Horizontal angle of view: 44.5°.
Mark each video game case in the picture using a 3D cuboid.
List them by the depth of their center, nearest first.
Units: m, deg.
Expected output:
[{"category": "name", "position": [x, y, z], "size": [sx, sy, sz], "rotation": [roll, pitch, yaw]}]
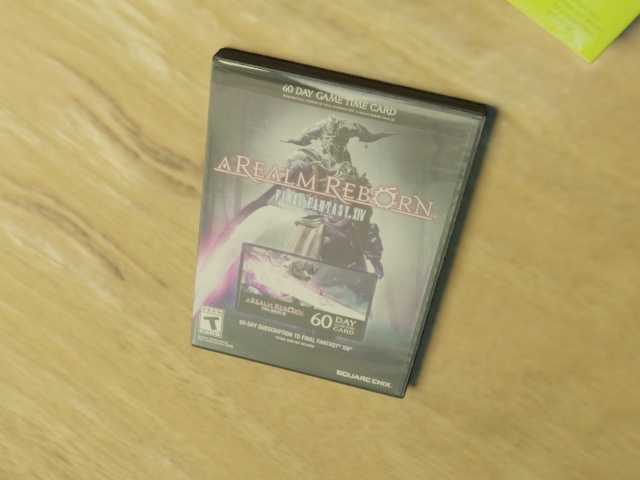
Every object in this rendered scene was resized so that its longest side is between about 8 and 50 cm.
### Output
[{"category": "video game case", "position": [0.000, 0.000, 0.620], "size": [0.196, 0.026, 0.274], "rotation": [13, 125, 5]}]

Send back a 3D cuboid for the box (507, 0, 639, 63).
[{"category": "box", "position": [0.175, -0.202, 0.439], "size": [0.109, 0.042, 0.178], "rotation": [33, 124, -9]}]
